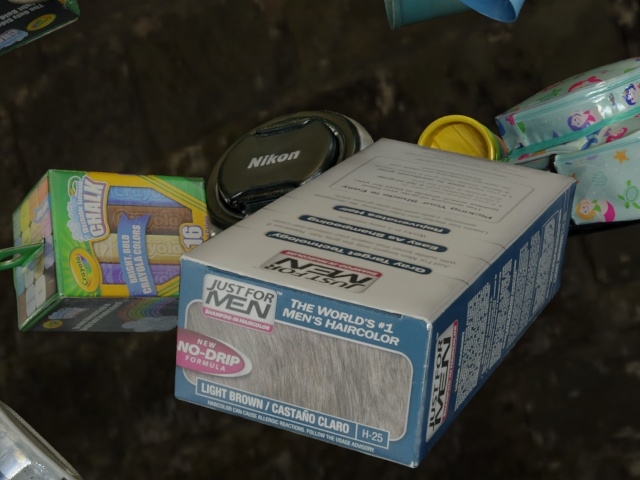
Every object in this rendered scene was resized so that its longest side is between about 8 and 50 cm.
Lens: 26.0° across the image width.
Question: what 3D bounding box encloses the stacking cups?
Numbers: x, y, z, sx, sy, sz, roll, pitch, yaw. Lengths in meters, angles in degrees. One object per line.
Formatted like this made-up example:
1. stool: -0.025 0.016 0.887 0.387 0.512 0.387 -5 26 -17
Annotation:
1. stacking cups: 0.204 -0.106 1.774 0.096 0.096 0.316 -13 178 18

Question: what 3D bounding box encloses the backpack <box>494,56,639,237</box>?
1. backpack: 0.336 -0.102 1.554 0.225 0.191 0.253 -25 -167 -34

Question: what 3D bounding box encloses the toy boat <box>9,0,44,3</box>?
1. toy boat: -0.334 -0.374 1.427 0.148 0.267 0.318 10 -163 9

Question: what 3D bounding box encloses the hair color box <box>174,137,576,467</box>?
1. hair color box: 0.053 0.026 0.997 0.174 0.105 0.347 13 -159 21

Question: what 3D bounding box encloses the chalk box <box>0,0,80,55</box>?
1. chalk box: -0.431 -0.344 1.736 0.180 0.179 0.289 -22 166 11

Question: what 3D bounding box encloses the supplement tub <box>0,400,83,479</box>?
1. supplement tub: -0.459 0.363 1.717 0.316 0.193 0.193 -46 179 -9

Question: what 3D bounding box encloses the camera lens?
1. camera lens: 0.000 0.000 1.648 0.219 0.219 0.274 -13 131 20

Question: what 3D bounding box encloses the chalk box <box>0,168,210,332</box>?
1. chalk box: -0.230 0.013 1.376 0.213 0.132 0.132 3 160 -30

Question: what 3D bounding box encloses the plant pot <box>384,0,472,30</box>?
1. plant pot: 0.195 -0.414 1.711 0.255 0.272 0.271 -9 174 1

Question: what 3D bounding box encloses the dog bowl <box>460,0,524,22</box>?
1. dog bowl: 0.079 -0.274 1.008 0.074 0.166 0.297 -50 144 -2
